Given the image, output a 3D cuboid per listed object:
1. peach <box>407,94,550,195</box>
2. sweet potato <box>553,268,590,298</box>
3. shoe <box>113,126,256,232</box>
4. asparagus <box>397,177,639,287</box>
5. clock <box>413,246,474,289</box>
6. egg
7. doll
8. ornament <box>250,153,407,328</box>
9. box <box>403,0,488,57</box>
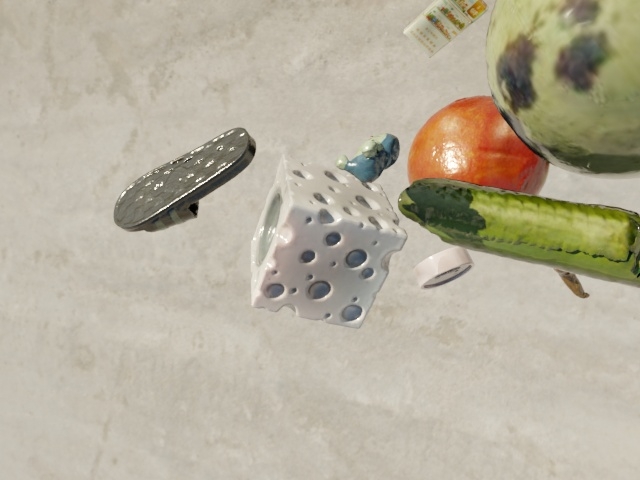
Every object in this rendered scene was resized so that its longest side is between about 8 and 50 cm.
[{"bbox_3d":[0.406,-0.191,1.309,0.372,0.373,0.290,65,165,3],"label":"peach"},{"bbox_3d":[0.573,0.072,1.161,0.050,0.050,0.214,-17,133,33],"label":"sweet potato"},{"bbox_3d":[-0.134,-0.050,0.518,0.179,0.049,0.071,-26,49,17],"label":"shoe"},{"bbox_3d":[0.305,-0.022,0.747,0.382,0.128,0.108,13,115,9],"label":"asparagus"},{"bbox_3d":[0.417,0.095,1.698,0.197,0.197,0.068,-36,64,32],"label":"clock"},{"bbox_3d":[0.407,-0.254,0.668,0.345,0.428,0.344,-3,84,30],"label":"egg"},{"bbox_3d":[0.064,-0.108,0.648,0.076,0.083,0.050,-16,109,44],"label":"doll"},{"bbox_3d":[0.000,0.000,1.041,0.240,0.239,0.239,14,118,-17],"label":"ornament"},{"bbox_3d":[0.361,-0.640,1.453,0.122,0.032,0.220,36,143,-19],"label":"box"}]
